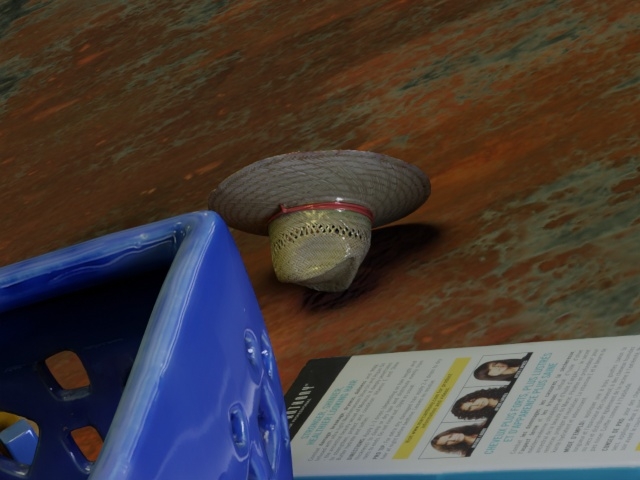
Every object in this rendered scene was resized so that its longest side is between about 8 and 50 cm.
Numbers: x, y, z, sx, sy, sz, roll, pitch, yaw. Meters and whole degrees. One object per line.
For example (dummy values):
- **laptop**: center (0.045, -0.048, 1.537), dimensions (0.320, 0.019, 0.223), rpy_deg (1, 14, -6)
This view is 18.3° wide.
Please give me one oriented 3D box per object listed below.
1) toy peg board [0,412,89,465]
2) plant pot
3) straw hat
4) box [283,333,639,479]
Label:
- **toy peg board**: center (-0.237, 0.136, 1.181), dimensions (0.161, 0.079, 0.161), rpy_deg (-34, 25, -15)
- **plant pot**: center (-0.121, 0.153, 0.873), dimensions (0.236, 0.212, 0.236), rpy_deg (-18, 26, 21)
- **straw hat**: center (0.000, 0.000, 1.230), dimensions (0.144, 0.144, 0.061), rpy_deg (-13, 65, 26)
- **box**: center (0.080, 0.102, 0.957), dimensions (0.244, 0.060, 0.100), rpy_deg (-7, 31, 37)
